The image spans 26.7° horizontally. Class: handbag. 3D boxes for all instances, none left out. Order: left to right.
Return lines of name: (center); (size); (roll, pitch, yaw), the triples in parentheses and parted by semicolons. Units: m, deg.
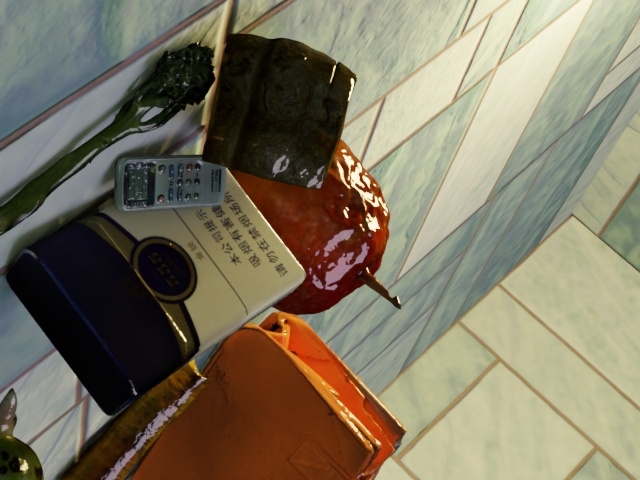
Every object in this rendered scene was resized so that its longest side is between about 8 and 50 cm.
handbag: (-0.088, 0.332, 1.991); (0.116, 0.303, 0.410); (-14, 144, -56)

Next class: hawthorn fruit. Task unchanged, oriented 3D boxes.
hawthorn fruit: (0.000, 0.000, 1.483); (0.207, 0.243, 0.207); (-44, 163, -17)

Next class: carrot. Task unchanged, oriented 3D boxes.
carrot: (-0.250, 0.262, 1.807); (0.260, 0.070, 0.070); (-47, 166, -6)

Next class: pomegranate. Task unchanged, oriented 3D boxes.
pomegranate: (-0.340, 0.225, 1.382); (0.122, 0.122, 0.161); (12, 91, -74)

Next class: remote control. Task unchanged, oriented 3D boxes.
remote control: (-0.140, -0.055, 1.269); (0.124, 0.018, 0.053); (-4, 103, -42)

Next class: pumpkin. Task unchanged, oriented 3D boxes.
pumpkin: (-0.038, -0.123, 1.254); (0.248, 0.131, 0.126); (-129, -131, -81)

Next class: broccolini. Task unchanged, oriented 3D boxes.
broccolini: (-0.179, -0.078, 1.137); (0.254, 0.057, 0.071); (-45, 123, -21)

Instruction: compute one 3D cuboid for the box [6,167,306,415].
box: (-0.151, 0.035, 1.281); (0.259, 0.168, 0.071); (-34, 175, -47)
